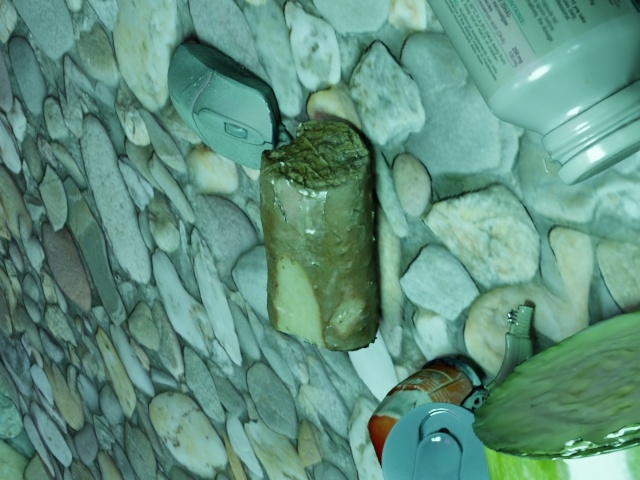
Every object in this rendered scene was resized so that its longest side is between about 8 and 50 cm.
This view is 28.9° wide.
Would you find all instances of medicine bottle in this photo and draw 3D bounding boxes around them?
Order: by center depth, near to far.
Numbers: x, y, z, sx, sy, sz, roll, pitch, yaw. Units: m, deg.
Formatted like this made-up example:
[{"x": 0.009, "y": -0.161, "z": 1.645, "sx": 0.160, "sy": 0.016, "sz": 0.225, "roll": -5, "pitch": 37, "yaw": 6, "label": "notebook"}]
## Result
[{"x": 0.177, "y": -0.156, "z": 0.954, "sx": 0.215, "sy": 0.135, "sz": 0.135, "roll": 61, "pitch": 149, "yaw": 8, "label": "medicine bottle"}]

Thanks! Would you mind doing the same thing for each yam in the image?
[{"x": 0.001, "y": -0.001, "z": 1.349, "sx": 0.128, "sy": 0.129, "sz": 0.238, "roll": -95, "pitch": 4, "yaw": -58, "label": "yam"}]

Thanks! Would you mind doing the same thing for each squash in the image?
[{"x": 0.284, "y": 0.267, "z": 0.955, "sx": 0.263, "sy": 0.263, "sz": 0.384, "roll": -5, "pitch": 106, "yaw": 58, "label": "squash"}]

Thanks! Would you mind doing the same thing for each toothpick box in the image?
[{"x": 0.123, "y": 0.199, "z": 1.085, "sx": 0.101, "sy": 0.101, "sz": 0.153, "roll": 51, "pitch": -173, "yaw": 24, "label": "toothpick box"}]

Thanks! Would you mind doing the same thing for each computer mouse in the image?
[{"x": -0.123, "y": -0.160, "z": 1.481, "sx": 0.229, "sy": 0.068, "sz": 0.113, "roll": 39, "pitch": 141, "yaw": 38, "label": "computer mouse"}]

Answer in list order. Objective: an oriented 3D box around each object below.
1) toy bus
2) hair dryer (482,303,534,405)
[{"x": 0.142, "y": 0.262, "z": 1.303, "sx": 0.121, "sy": 0.120, "sz": 0.265, "roll": -20, "pitch": 91, "yaw": 62, "label": "toy bus"}, {"x": 0.212, "y": 0.209, "z": 1.191, "sx": 0.219, "sy": 0.225, "sz": 0.088, "roll": 37, "pitch": -174, "yaw": 5, "label": "hair dryer"}]
